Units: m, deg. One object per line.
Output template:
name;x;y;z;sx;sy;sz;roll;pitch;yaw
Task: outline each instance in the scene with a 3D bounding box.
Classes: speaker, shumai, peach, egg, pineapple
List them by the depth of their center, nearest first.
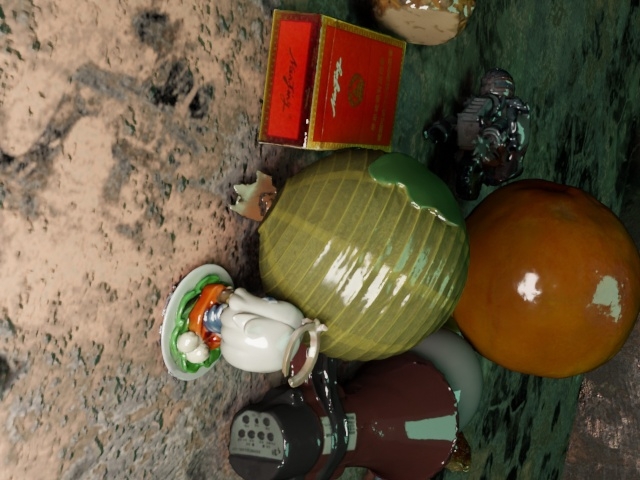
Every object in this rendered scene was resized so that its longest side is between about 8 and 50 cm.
speaker;0.041;0.203;1.147;0.330;0.198;0.259;17;99;-54
pineapple;0.153;-0.415;1.165;0.170;0.141;0.309;30;66;-56
egg;0.169;0.222;1.387;0.232;0.176;0.176;-47;141;-62
peach;0.369;0.052;1.448;0.343;0.343;0.301;-14;120;-60
shumai;0.244;0.384;1.691;0.139;0.105;0.123;110;-2;-76

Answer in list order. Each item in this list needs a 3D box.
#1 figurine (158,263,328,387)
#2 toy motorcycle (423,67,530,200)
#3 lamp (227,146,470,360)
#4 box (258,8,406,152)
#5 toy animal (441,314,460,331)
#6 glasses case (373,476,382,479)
figurine;-0.073;0.102;0.908;0.132;0.154;0.132;-32;128;-53
toy motorcycle;0.270;-0.173;1.467;0.401;0.134;0.207;-30;126;-57
lamp;0.025;0.007;0.995;0.250;0.284;0.250;-60;-168;21
box;0.021;-0.185;1.066;0.240;0.074;0.153;-9;112;-62
toy animal;0.270;0.099;1.638;0.070;0.083;0.159;85;22;-44
glasses case;0.149;0.379;1.527;0.109;0.067;0.282;84;29;-48
